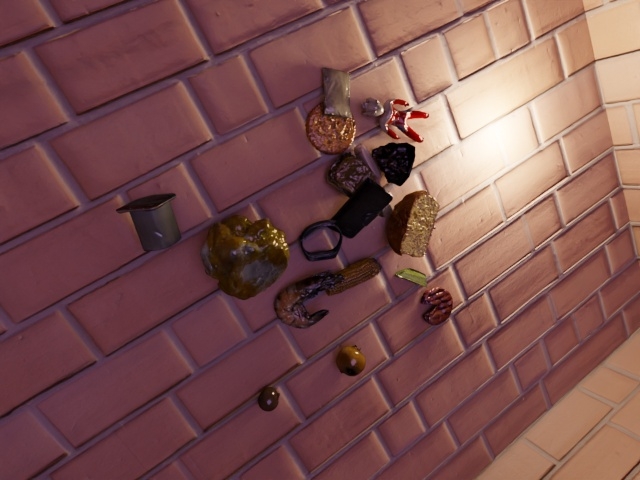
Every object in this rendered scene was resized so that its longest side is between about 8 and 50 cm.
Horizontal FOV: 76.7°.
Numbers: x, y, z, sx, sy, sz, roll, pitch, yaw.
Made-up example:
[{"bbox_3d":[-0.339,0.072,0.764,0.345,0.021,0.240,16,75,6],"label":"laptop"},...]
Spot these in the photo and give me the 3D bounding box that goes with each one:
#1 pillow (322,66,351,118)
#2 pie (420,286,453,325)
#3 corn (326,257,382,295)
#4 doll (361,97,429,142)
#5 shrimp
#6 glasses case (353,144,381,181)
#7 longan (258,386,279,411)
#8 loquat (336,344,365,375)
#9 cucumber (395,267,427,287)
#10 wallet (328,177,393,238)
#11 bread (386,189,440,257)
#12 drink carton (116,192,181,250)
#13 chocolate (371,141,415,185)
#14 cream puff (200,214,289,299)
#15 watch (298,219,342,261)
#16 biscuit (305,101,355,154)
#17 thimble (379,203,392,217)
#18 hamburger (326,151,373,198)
[{"bbox_3d":[0.075,-0.669,1.833,0.148,0.050,0.229,3,84,-30],"label":"pillow"},{"bbox_3d":[0.648,0.365,2.257,0.205,0.054,0.218,-1,97,-22],"label":"pie"},{"bbox_3d":[0.159,0.174,1.995,0.318,0.115,0.115,-24,107,-16],"label":"corn"},{"bbox_3d":[0.361,-0.597,1.964,0.384,0.099,0.188,12,93,-30],"label":"doll"},{"bbox_3d":[-0.039,0.284,1.910,0.365,0.071,0.233,-24,103,1],"label":"shrimp"},{"bbox_3d":[0.226,-0.370,1.948,0.051,0.081,0.204,-39,109,-17],"label":"glasses case"},{"bbox_3d":[-0.244,0.758,1.931,0.113,0.092,0.113,8,74,-30],"label":"longan"},{"bbox_3d":[0.156,0.610,2.048,0.163,0.137,0.163,0,87,-7],"label":"loquat"},{"bbox_3d":[0.491,0.188,2.168,0.220,0.046,0.070,20,88,-25],"label":"cucumber"},{"bbox_3d":[0.183,-0.137,1.899,0.172,0.045,0.318,30,121,-25],"label":"wallet"},{"bbox_3d":[0.449,-0.084,2.035,0.194,0.179,0.339,17,89,-26],"label":"bread"},{"bbox_3d":[-0.639,-0.072,1.582,0.186,0.191,0.189,-7,113,17],"label":"drink carton"},{"bbox_3d":[0.318,-0.377,1.929,0.177,0.224,0.206,10,111,-10],"label":"chocolate"},{"bbox_3d":[-0.324,0.045,1.708,0.378,0.275,0.378,-21,135,-22],"label":"cream puff"},{"bbox_3d":[0.000,0.000,1.904,0.207,0.068,0.192,-6,110,-9],"label":"watch"},{"bbox_3d":[0.053,-0.521,1.875,0.254,0.035,0.253,-4,100,-23],"label":"biscuit"},{"bbox_3d":[0.304,-0.173,2.008,0.062,0.084,0.110,-36,112,-13],"label":"thimble"},{"bbox_3d":[0.138,-0.299,1.913,0.206,0.130,0.183,37,82,-5],"label":"hamburger"}]
